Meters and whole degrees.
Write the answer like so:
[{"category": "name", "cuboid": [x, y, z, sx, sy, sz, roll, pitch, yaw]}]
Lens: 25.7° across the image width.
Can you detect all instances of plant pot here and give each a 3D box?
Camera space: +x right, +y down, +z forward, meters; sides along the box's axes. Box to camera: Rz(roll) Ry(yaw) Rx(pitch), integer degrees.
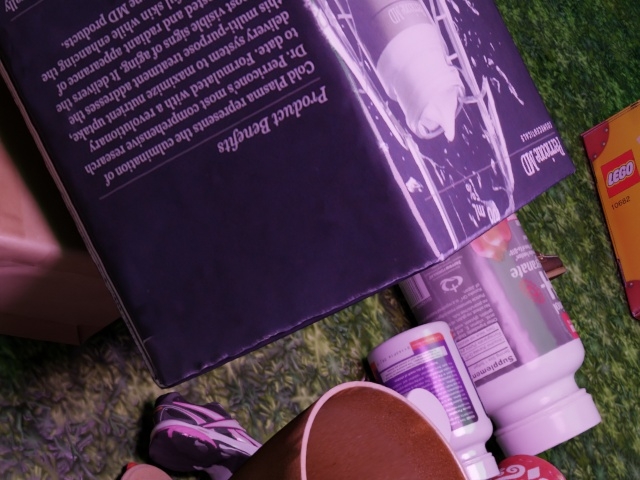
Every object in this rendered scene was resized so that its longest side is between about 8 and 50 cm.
[{"category": "plant pot", "cuboid": [-0.019, 0.283, 1.276, 0.237, 0.254, 0.237, 31, 43, -34]}]

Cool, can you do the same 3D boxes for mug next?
[{"category": "mug", "cuboid": [0.227, 0.332, 1.653, 0.169, 0.150, 0.113, -27, 87, -52]}]

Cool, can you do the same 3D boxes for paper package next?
[{"category": "paper package", "cuboid": [-0.302, -0.093, 1.294, 0.309, 0.168, 0.325, 14, 54, -46]}]

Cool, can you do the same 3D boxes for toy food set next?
[{"category": "toy food set", "cuboid": [-0.161, 0.250, 1.331, 0.082, 0.020, 0.083, 53, 35, -7]}]

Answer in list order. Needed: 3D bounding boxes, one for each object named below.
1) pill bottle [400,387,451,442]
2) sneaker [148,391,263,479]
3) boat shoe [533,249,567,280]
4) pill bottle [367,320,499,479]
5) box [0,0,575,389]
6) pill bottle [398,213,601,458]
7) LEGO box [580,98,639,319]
[{"category": "pill bottle", "cuboid": [0.053, 0.220, 1.493, 0.094, 0.169, 0.094, 32, 42, -34]}, {"category": "sneaker", "cuboid": [-0.097, 0.200, 1.414, 0.178, 0.072, 0.077, 36, 29, -38]}, {"category": "boat shoe", "cuboid": [0.286, 0.040, 2.018, 0.207, 0.073, 0.073, -14, 77, -55]}, {"category": "pill bottle", "cuboid": [0.139, 0.203, 1.671, 0.108, 0.108, 0.193, -3, 66, -53]}, {"category": "box", "cuboid": [-0.037, -0.181, 1.303, 0.472, 0.297, 0.480, 65, 26, -1]}, {"category": "pill bottle", "cuboid": [0.226, 0.115, 1.791, 0.176, 0.176, 0.319, -14, 75, -55]}, {"category": "LEGO box", "cuboid": [0.715, -0.114, 2.304, 0.193, 0.500, 0.373, 21, 49, -41]}]
